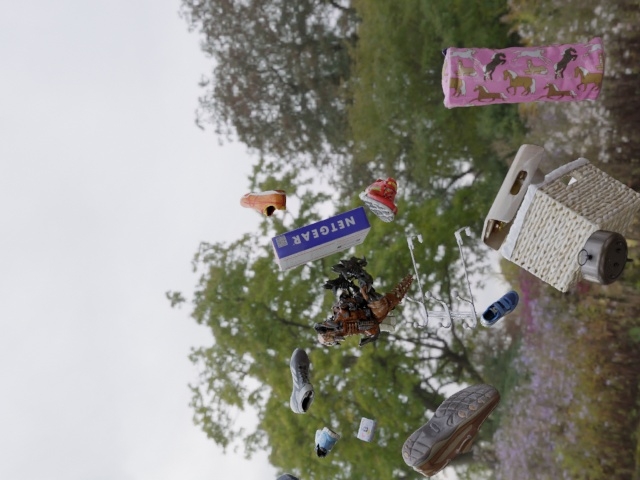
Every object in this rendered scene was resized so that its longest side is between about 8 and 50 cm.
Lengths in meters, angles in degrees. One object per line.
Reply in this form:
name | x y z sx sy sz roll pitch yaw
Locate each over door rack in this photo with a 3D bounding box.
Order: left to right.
over door rack | 0.379 0.128 2.009 0.108 0.240 0.323 -3 -93 -37

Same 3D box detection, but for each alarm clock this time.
alarm clock | 0.670 0.042 1.472 0.192 0.064 0.129 1 -79 -34

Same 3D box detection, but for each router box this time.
router box | 0.000 0.000 2.206 0.301 0.336 0.082 102 148 -79

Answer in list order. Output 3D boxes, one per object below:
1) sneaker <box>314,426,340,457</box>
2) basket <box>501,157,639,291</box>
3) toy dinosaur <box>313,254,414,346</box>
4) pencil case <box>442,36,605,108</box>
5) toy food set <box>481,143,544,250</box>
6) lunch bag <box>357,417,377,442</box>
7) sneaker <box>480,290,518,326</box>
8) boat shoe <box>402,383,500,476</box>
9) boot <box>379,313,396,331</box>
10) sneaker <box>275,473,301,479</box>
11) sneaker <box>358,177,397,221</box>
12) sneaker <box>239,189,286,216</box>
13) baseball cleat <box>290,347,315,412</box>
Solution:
sneaker | 0.004 0.580 1.753 0.073 0.063 0.162 -55 -9 -26
basket | 0.854 -0.049 2.104 0.329 0.266 0.331 -24 -39 -32
toy dinosaur | 0.113 0.170 1.682 0.322 0.218 0.164 -14 -27 -45
pencil case | 0.498 -0.412 1.528 0.160 0.387 0.167 67 -154 -60
toy food set | 0.528 -0.104 1.674 0.219 0.093 0.306 -63 -17 -9
lunch bag | 0.156 0.623 2.030 0.083 0.053 0.071 139 149 -75
sneaker | 0.551 0.209 1.897 0.144 0.053 0.059 -45 -30 3
boat shoe | 0.379 0.533 1.734 0.116 0.324 0.123 51 179 -20
boot | 0.213 0.308 2.404 0.213 0.165 0.077 74 -160 -65
sneaker | -0.097 0.865 2.007 0.126 0.321 0.127 -34 -59 -3
sneaker | 0.194 -0.143 1.929 0.118 0.107 0.279 -47 16 6
sneaker | -0.161 -0.097 1.660 0.064 0.175 0.067 0 -92 -42
baseball cleat | -0.049 0.446 1.971 0.072 0.109 0.205 7 -105 -30
